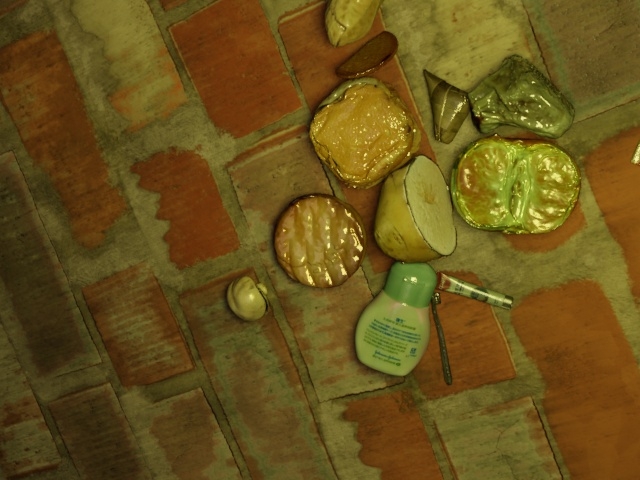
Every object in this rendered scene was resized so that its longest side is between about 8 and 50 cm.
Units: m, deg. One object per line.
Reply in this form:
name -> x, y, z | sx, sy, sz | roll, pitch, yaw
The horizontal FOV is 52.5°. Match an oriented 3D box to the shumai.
shumai -> 0.537, -0.339, 1.736 | 0.261, 0.225, 0.222 | 51, 118, 25

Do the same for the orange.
orange -> 0.527, -0.147, 1.783 | 0.334, 0.196, 0.262 | 1, 87, 9

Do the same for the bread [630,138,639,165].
bread -> 0.901, -0.271, 1.756 | 0.068, 0.028, 0.154 | 22, 103, 11

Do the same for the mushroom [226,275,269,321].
mushroom -> -0.227, 0.181, 2.069 | 0.154, 0.122, 0.154 | 34, 142, 32

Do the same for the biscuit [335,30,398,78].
biscuit -> 0.146, -0.512, 1.825 | 0.206, 0.025, 0.126 | -42, 45, -12

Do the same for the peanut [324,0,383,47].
peanut -> 0.116, -0.695, 1.802 | 0.174, 0.158, 0.340 | 46, 116, 42

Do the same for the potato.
potato -> 0.245, -0.079, 1.849 | 0.196, 0.246, 0.300 | -18, 69, 39

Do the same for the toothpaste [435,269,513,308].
toothpaste -> 0.453, 0.151, 1.937 | 0.239, 0.039, 0.062 | 18, 111, 12

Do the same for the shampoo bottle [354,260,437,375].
shampoo bottle -> 0.238, 0.217, 1.941 | 0.222, 0.151, 0.349 | 18, 105, 4

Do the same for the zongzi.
zongzi -> 0.332, -0.377, 1.854 | 0.176, 0.078, 0.160 | 33, 106, 16

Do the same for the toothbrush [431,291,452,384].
toothbrush -> 0.373, 0.301, 1.987 | 0.030, 0.030, 0.297 | -10, 97, 5

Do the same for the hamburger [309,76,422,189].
hamburger -> 0.123, -0.311, 1.861 | 0.318, 0.158, 0.319 | 0, 91, 14

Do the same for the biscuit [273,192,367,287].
biscuit -> 0.000, 0.000, 1.986 | 0.296, 0.102, 0.296 | 3, 99, 17
